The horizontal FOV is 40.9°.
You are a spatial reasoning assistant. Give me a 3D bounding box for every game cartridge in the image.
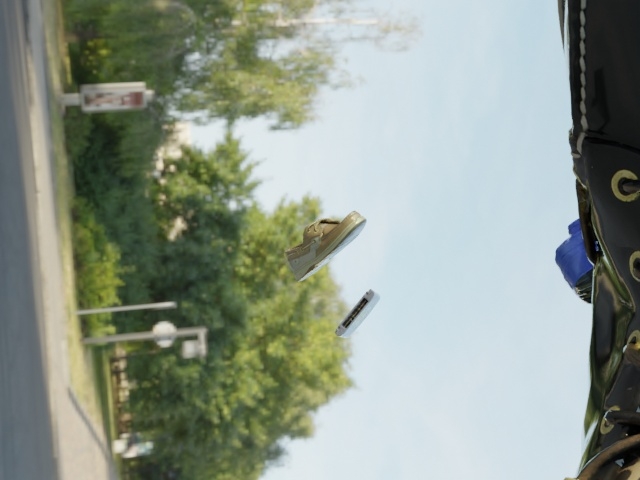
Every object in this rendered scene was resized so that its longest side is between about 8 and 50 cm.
[{"bbox_3d":[0.055,0.108,1.253,0.017,0.083,0.056,40,2,13],"label":"game cartridge"}]

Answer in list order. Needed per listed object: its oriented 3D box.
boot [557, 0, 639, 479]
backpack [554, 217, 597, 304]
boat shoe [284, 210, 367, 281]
[{"bbox_3d":[0.173,0.045,0.403,0.284,0.138,0.377,-67,147,-34],"label":"boot"},{"bbox_3d":[0.347,0.015,1.042,0.098,0.120,0.101,38,17,-40],"label":"backpack"},{"bbox_3d":[0.000,0.000,0.961,0.045,0.050,0.135,54,-45,6],"label":"boat shoe"}]
